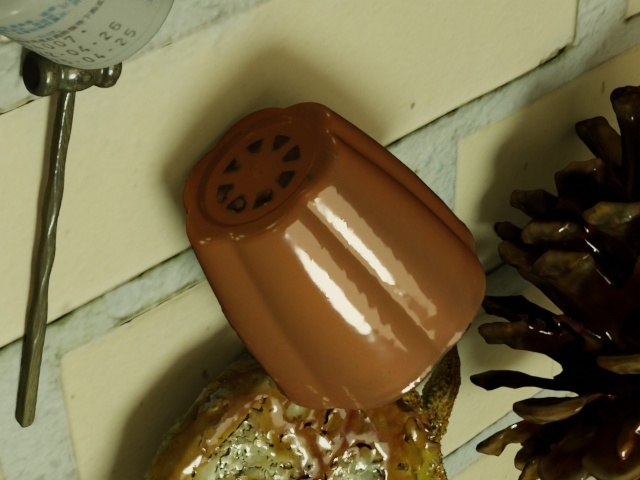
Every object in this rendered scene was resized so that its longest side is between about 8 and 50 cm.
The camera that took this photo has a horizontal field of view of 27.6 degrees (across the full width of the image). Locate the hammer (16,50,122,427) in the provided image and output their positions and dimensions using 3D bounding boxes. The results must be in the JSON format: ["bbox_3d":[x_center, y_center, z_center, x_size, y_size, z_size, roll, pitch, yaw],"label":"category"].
[{"bbox_3d":[-0.178,0.007,0.860,0.058,0.029,0.292,-13,128,-39],"label":"hammer"}]

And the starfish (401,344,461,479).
[{"bbox_3d":[0.080,0.178,1.196,0.227,0.043,0.240,53,49,-34],"label":"starfish"}]

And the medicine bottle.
[{"bbox_3d":[-0.155,-0.158,0.670,0.105,0.105,0.168,-57,153,4],"label":"medicine bottle"}]

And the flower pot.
[{"bbox_3d":[0.000,0.000,0.932,0.190,0.190,0.173,-46,130,-10],"label":"flower pot"}]

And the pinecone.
[{"bbox_3d":[0.294,0.045,1.178,0.384,0.384,0.384,-27,136,-31],"label":"pinecone"}]

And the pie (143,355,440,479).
[{"bbox_3d":[-0.027,0.226,1.046,0.308,0.085,0.308,-3,95,-31],"label":"pie"}]

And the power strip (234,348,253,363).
[{"bbox_3d":[-0.045,0.109,1.084,0.027,0.017,0.083,-50,143,-7],"label":"power strip"}]
